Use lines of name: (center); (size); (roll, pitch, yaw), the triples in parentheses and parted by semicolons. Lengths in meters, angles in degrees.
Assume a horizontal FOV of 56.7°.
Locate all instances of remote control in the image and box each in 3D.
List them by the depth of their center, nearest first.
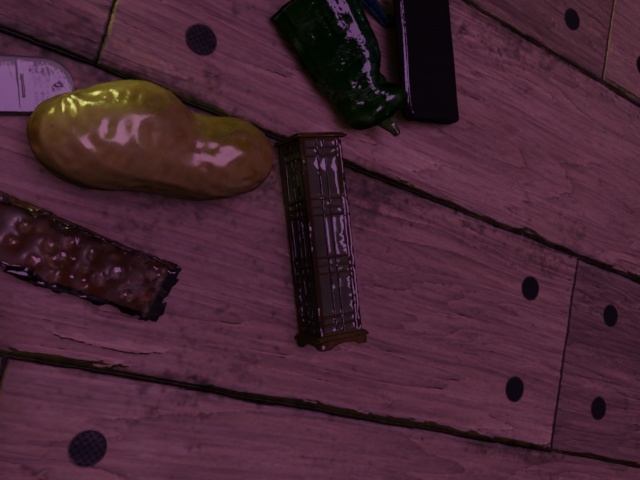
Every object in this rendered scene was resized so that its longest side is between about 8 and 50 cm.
remote control: (-0.436, -0.193, 0.736); (0.244, 0.022, 0.077); (-6, 92, -29)

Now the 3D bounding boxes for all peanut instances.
peanut: (-0.211, -0.129, 0.783); (0.318, 0.147, 0.148); (6, 84, -24)

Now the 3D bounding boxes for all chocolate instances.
chocolate: (-0.339, 0.007, 0.749); (0.329, 0.065, 0.102); (26, 107, -25)

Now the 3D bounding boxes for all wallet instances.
wallet: (0.185, -0.331, 1.054); (0.149, 0.044, 0.250); (-7, 92, -42)

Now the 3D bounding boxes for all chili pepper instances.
chili pepper: (0.051, -0.281, 0.951); (0.136, 0.099, 0.270); (-35, 107, 0)

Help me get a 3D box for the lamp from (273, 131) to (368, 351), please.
lamp: (0.000, 0.000, 0.919); (0.090, 0.089, 0.326); (-6, 90, -29)

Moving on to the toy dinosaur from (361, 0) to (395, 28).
toy dinosaur: (-0.003, -0.455, 0.953); (0.362, 0.076, 0.147); (3, 97, -34)
